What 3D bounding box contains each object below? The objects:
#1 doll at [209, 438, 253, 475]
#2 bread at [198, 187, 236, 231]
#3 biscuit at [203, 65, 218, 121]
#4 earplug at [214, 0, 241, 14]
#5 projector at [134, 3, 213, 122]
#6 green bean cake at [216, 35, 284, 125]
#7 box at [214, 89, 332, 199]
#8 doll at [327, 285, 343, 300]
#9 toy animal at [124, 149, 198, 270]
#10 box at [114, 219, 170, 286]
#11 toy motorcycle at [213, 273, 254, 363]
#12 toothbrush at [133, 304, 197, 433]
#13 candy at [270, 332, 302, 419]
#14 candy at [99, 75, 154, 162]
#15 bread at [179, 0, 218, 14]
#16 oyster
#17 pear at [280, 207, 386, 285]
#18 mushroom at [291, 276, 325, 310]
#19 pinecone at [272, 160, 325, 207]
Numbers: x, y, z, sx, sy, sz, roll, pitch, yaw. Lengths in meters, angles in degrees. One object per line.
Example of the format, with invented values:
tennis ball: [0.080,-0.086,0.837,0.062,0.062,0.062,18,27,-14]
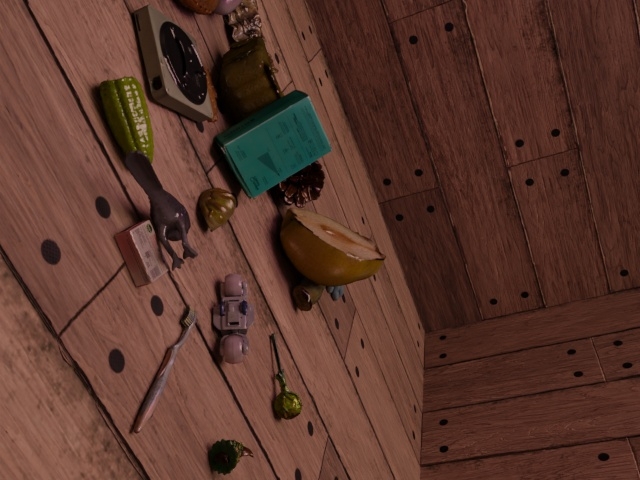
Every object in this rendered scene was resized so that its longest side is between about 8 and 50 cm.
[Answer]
doll: [-0.204,0.485,1.467,0.113,0.078,0.076,-24,123,-64]
bread: [-0.278,-0.093,1.720,0.157,0.094,0.083,-71,147,-47]
biscuit: [-0.349,-0.455,1.904,0.133,0.027,0.184,47,32,-58]
earplug: [-0.322,-0.888,2.155,0.172,0.172,0.301,55,32,-47]
projector: [-0.388,-0.477,1.715,0.259,0.079,0.257,13,62,-72]
green bean cake: [-0.224,-0.489,2.074,0.285,0.202,0.310,-98,166,-61]
box: [-0.144,-0.299,1.939,0.205,0.311,0.118,62,-10,-30]
doll: [0.053,0.158,2.563,0.120,0.075,0.179,-42,142,-38]
toy animal: [-0.338,-0.042,1.406,0.367,0.081,0.206,78,-8,-74]
box: [-0.386,0.027,1.363,0.089,0.043,0.125,-51,123,-68]
toy motorcycle: [-0.225,0.207,1.646,0.112,0.112,0.254,51,28,-52]
toothbrush: [-0.330,0.269,1.359,0.037,0.028,0.375,59,23,-27]
candy: [-0.117,0.400,1.862,0.077,0.073,0.262,10,56,-41]
candy: [-0.425,-0.263,1.408,0.097,0.097,0.209,-44,120,-70]
bread: [-0.384,-0.832,1.915,0.274,0.149,0.274,52,25,-37]
oyster: [-0.254,-0.779,2.315,0.238,0.115,0.351,40,38,-61]
pear: [0.018,0.048,2.218,0.386,0.191,0.340,25,16,-20]
mushroom: [-0.030,0.164,2.278,0.312,0.081,0.100,-52,126,-71]
pinecone: [-0.082,-0.231,2.252,0.201,0.202,0.229,161,-89,-75]
